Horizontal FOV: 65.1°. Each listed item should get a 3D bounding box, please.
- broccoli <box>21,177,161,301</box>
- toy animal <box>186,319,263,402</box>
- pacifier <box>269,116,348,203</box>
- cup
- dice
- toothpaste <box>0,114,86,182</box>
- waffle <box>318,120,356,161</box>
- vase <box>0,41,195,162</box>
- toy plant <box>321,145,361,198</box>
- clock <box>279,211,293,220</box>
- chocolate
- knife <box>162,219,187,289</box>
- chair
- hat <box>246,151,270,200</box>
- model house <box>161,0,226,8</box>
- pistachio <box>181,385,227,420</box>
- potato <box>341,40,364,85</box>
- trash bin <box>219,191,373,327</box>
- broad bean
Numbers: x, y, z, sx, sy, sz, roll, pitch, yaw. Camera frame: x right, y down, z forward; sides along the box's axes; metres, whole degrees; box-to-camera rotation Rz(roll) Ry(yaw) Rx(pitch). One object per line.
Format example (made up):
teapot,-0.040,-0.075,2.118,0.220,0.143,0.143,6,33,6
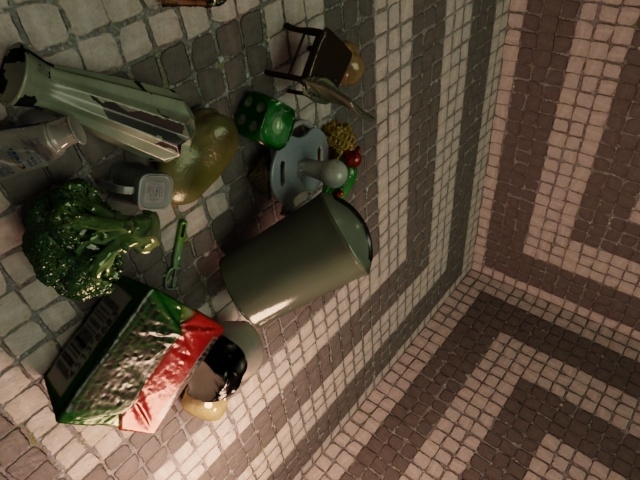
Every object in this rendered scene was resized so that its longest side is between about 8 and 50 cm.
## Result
broccoli,-0.468,-0.007,1.045,0.270,0.270,0.270,-11,135,1
toy animal,-0.309,0.369,1.577,0.266,0.212,0.213,-35,141,-62
pacifier,-0.021,-0.232,1.525,0.299,0.233,0.244,-34,138,-48
cup,-0.422,-0.123,1.136,0.128,0.129,0.095,-5,109,-51
dice,-0.154,-0.329,1.385,0.131,0.120,0.128,13,103,-55
toothpaste,-0.559,-0.152,0.896,0.266,0.061,0.096,-22,137,-3
waffle,0.049,-0.312,1.738,0.197,0.070,0.193,-55,147,-15
vase,-0.428,-0.268,1.007,0.360,0.165,0.165,10,103,-54
toy plant,0.072,-0.219,1.661,0.088,0.155,0.240,16,114,-13
clock,0.000,0.000,1.803,0.309,0.166,0.235,-18,126,-41
chocolate,-0.480,0.300,1.311,0.360,0.161,0.341,-57,148,-11
knife,-0.403,0.041,1.382,0.054,0.015,0.212,-2,114,-47
chair,0.024,-0.458,1.363,0.160,0.319,0.186,20,95,-58
hat,-0.188,-0.190,1.494,0.146,0.067,0.146,178,-90,-90
model house,-0.250,-0.598,1.028,0.183,0.166,0.172,-56,146,-35
pistachio,-0.383,0.522,1.661,0.145,0.117,0.200,-11,140,-7
potato,0.086,-0.559,1.591,0.112,0.112,0.147,-50,139,-21
trash bin,-0.055,0.051,1.498,0.432,0.280,0.280,-30,146,6
broad bean,-0.314,-0.208,1.264,0.263,0.121,0.189,-49,153,3
